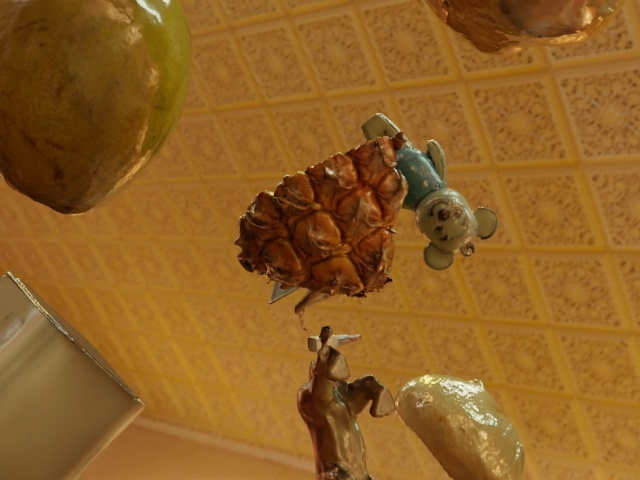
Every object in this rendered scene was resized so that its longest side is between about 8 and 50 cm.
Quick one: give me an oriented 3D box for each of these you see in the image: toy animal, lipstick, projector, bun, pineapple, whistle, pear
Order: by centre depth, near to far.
[{"bbox_3d":[0.209,-0.320,1.033,0.271,0.271,0.271,28,-41,27],"label":"pear"},{"bbox_3d":[-0.279,-0.187,1.169,0.253,0.253,0.307,34,-78,22],"label":"pear"},{"bbox_3d":[0.016,0.259,1.217,0.158,0.097,0.312,-13,-98,57],"label":"toy animal"},{"bbox_3d":[-0.016,0.012,1.221,0.334,0.161,0.158,-32,-105,54],"label":"pineapple"},{"bbox_3d":[0.134,-0.075,1.358,0.235,0.114,0.077,55,7,12],"label":"whistle"},{"bbox_3d":[0.211,0.270,1.439,0.222,0.127,0.222,43,0,0],"label":"bun"},{"bbox_3d":[-0.447,0.231,1.487,0.249,0.249,0.248,28,-20,53],"label":"projector"},{"bbox_3d":[0.029,0.175,1.754,0.025,0.107,0.025,6,-81,55],"label":"lipstick"}]

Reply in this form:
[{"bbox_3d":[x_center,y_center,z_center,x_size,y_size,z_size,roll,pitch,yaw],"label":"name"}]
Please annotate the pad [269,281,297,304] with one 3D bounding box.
[{"bbox_3d":[0.000,0.000,1.626,0.170,0.245,0.006,-29,-68,20],"label":"pad"}]
